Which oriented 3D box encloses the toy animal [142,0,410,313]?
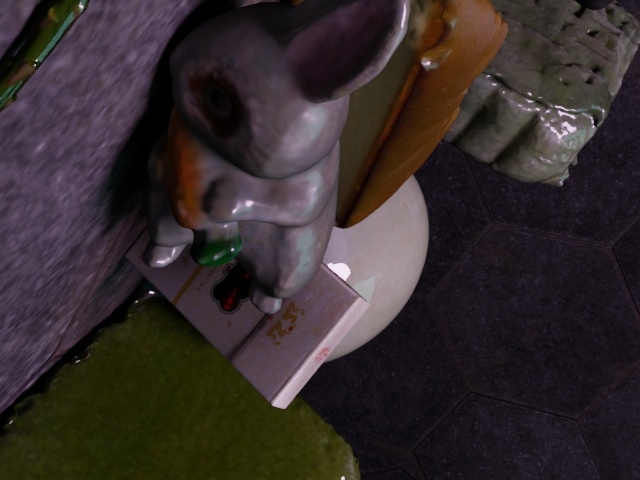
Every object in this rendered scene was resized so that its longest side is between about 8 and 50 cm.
[{"bbox_3d":[-0.028,-0.068,0.512,0.125,0.127,0.251,-6,150,-23],"label":"toy animal"}]

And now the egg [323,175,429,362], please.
[{"bbox_3d":[0.000,0.000,0.774,0.217,0.183,0.183,-22,155,-47],"label":"egg"}]

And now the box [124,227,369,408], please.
[{"bbox_3d":[-0.054,0.026,0.643,0.090,0.167,0.024,-51,150,2],"label":"box"}]

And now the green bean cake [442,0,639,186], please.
[{"bbox_3d":[0.167,-0.170,0.855,0.227,0.222,0.125,-51,177,-42],"label":"green bean cake"}]

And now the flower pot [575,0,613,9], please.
[{"bbox_3d":[0.063,-0.186,0.129,0.269,0.166,0.269,-52,173,-9],"label":"flower pot"}]

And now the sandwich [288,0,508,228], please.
[{"bbox_3d":[0.042,-0.128,0.603,0.128,0.122,0.236,-45,173,-34],"label":"sandwich"}]

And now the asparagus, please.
[{"bbox_3d":[-0.094,-0.082,0.338,0.163,0.016,0.016,-51,-159,9],"label":"asparagus"}]

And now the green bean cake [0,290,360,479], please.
[{"bbox_3d":[-0.127,0.204,0.758,0.247,0.250,0.156,-48,174,-40],"label":"green bean cake"}]
